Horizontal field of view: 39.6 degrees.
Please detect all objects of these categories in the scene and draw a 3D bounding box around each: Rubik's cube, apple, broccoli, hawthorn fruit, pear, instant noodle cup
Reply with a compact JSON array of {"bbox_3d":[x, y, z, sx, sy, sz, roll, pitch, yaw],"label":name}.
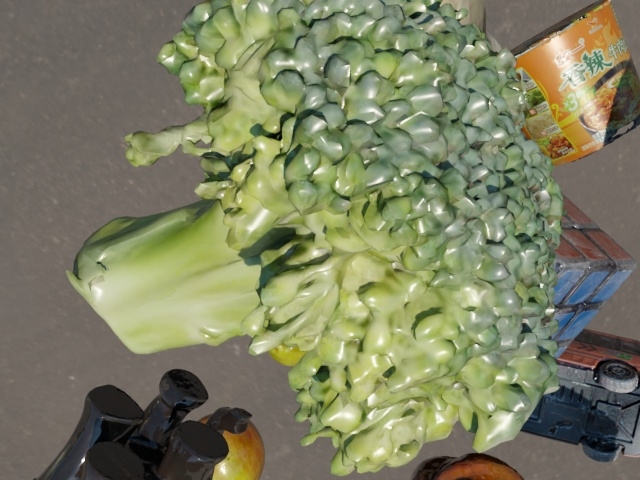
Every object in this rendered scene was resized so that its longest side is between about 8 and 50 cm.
[{"bbox_3d":[0.319,0.056,1.607,0.303,0.305,0.301,51,121,32],"label":"Rubik's cube"},{"bbox_3d":[-0.212,0.472,1.918,0.196,0.196,0.195,-3,74,10],"label":"apple"},{"bbox_3d":[0.024,-0.001,0.561,0.318,0.338,0.277,-23,88,41],"label":"broccoli"},{"bbox_3d":[0.225,0.425,1.261,0.224,0.224,0.261,-48,114,-5],"label":"hawthorn fruit"},{"bbox_3d":[-0.044,0.158,1.500,0.107,0.131,0.107,1,94,19],"label":"pear"},{"bbox_3d":[0.370,-0.228,1.326,0.230,0.230,0.182,-30,98,1],"label":"instant noodle cup"}]

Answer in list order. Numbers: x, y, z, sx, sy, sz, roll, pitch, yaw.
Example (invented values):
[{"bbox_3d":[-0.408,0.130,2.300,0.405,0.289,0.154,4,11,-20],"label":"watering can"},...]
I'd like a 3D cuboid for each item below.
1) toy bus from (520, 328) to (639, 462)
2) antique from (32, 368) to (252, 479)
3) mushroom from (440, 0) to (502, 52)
[{"bbox_3d":[0.470,0.281,1.830,0.427,0.233,0.203,12,116,17],"label":"toy bus"},{"bbox_3d":[-0.241,0.312,1.099,0.185,0.322,0.255,35,110,24],"label":"antique"},{"bbox_3d":[0.140,-0.195,0.924,0.097,0.351,0.109,34,89,20],"label":"mushroom"}]
